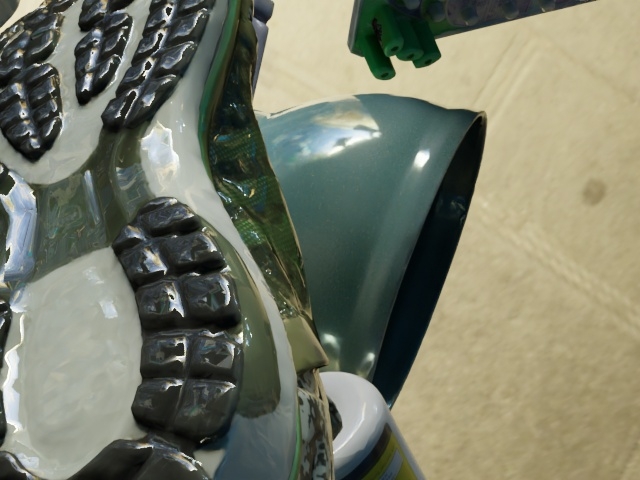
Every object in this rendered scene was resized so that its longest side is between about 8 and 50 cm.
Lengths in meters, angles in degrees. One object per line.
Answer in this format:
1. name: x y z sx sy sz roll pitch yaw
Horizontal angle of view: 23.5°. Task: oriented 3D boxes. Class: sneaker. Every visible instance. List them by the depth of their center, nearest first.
1. sneaker: -0.063 0.021 0.647 0.158 0.182 0.410 -22 40 15

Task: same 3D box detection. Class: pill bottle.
1. pill bottle: 0.023 0.174 0.892 0.103 0.103 0.184 -39 119 -22

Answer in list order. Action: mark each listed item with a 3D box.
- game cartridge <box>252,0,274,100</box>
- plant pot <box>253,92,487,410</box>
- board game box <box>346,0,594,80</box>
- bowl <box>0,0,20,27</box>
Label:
1. game cartridge: -0.181 -0.167 1.649 0.230 0.068 0.355 26 56 -23
2. plant pot: 0.000 0.000 1.298 0.196 0.293 0.293 19 68 10
3. board game box: 0.230 -0.293 1.277 0.389 0.390 0.050 -15 64 -13
4. bowl: -0.269 -0.192 0.937 0.289 0.289 0.156 -38 125 -21
